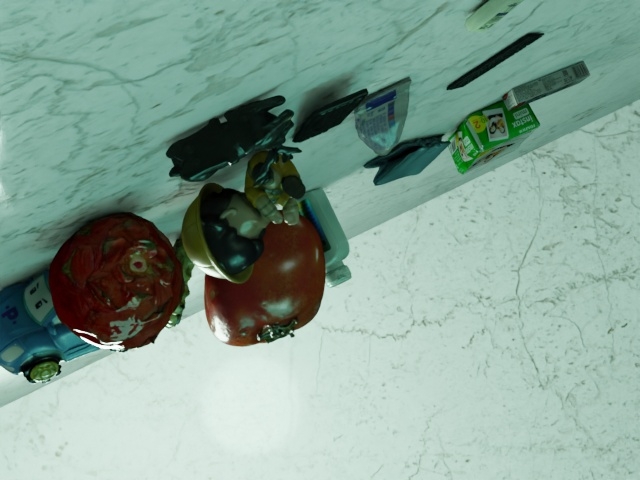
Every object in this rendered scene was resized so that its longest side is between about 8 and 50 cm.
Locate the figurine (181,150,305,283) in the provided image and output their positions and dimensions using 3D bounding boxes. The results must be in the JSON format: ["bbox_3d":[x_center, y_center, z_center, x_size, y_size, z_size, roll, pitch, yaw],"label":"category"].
[{"bbox_3d":[-0.141,-0.049,1.791,0.257,0.167,0.192,-50,153,15],"label":"figurine"}]

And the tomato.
[{"bbox_3d":[-0.132,0.085,2.269,0.293,0.289,0.325,-15,159,-8],"label":"tomato"}]

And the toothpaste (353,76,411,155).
[{"bbox_3d":[0.113,-0.221,1.846,0.099,0.068,0.282,-55,168,-10],"label":"toothpaste"}]

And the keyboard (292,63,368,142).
[{"bbox_3d":[0.018,-0.211,1.594,0.104,0.041,0.381,-25,174,-9],"label":"keyboard"}]

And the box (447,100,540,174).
[{"bbox_3d":[0.420,-0.261,2.468,0.180,0.103,0.250,-25,174,-8],"label":"box"}]

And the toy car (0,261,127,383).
[{"bbox_3d":[-0.483,0.127,1.866,0.314,0.198,0.166,-20,139,-19],"label":"toy car"}]

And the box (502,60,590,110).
[{"bbox_3d":[0.531,-0.363,2.344,0.218,0.039,0.055,-23,175,-19],"label":"box"}]

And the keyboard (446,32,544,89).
[{"bbox_3d":[0.329,-0.338,1.893,0.202,0.011,0.067,-30,173,39],"label":"keyboard"}]

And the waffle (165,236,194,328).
[{"bbox_3d":[-0.318,0.089,2.172,0.054,0.204,0.223,12,155,-17],"label":"waffle"}]

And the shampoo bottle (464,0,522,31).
[{"bbox_3d":[0.271,-0.351,1.458,0.049,0.034,0.141,-12,166,-36],"label":"shampoo bottle"}]

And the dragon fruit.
[{"bbox_3d":[-0.342,0.068,1.681,0.241,0.241,0.252,-24,-159,-9],"label":"dragon fruit"}]

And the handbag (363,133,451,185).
[{"bbox_3d":[0.216,-0.200,2.414,0.144,0.057,0.221,-34,170,33],"label":"handbag"}]

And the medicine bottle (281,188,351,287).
[{"bbox_3d":[0.000,0.000,2.403,0.121,0.228,0.083,-30,171,37],"label":"medicine bottle"}]

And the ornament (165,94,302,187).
[{"bbox_3d":[-0.124,-0.131,1.526,0.202,0.080,0.236,-29,174,0],"label":"ornament"}]
